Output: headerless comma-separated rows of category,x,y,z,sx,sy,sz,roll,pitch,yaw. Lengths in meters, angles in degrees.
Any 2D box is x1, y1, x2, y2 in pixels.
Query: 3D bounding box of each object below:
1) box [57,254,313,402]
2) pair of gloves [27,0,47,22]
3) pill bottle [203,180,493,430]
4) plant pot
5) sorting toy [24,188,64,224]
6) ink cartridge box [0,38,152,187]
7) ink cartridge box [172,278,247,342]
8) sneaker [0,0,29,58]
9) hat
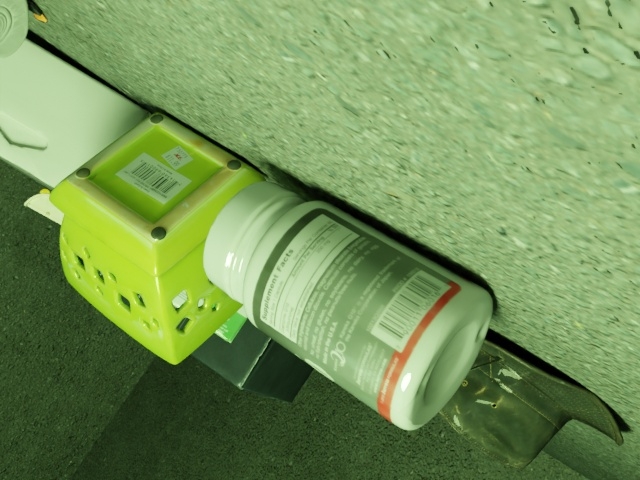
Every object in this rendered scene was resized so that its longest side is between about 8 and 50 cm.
box,-0.219,0.097,1.662,0.471,0.297,0.480,30,172,16
pair of gloves,-0.358,-0.285,0.872,0.083,0.010,0.074,33,173,7
pill bottle,0.021,0.057,0.801,0.283,0.161,0.161,31,172,28
plant pot,-0.201,-0.018,0.986,0.228,0.227,0.207,32,148,22
sorting toy,-0.465,-0.061,1.335,0.083,0.045,0.075,30,-179,-5
ink cartridge box,-0.405,-0.160,1.230,0.285,0.166,0.395,30,173,-1
ink cartridge box,-0.143,0.029,1.182,0.153,0.208,0.087,36,176,-4
sneaker,-0.391,-0.287,0.781,0.121,0.079,0.217,36,165,14
hat,0.236,0.221,1.039,0.331,0.134,0.331,34,172,5
